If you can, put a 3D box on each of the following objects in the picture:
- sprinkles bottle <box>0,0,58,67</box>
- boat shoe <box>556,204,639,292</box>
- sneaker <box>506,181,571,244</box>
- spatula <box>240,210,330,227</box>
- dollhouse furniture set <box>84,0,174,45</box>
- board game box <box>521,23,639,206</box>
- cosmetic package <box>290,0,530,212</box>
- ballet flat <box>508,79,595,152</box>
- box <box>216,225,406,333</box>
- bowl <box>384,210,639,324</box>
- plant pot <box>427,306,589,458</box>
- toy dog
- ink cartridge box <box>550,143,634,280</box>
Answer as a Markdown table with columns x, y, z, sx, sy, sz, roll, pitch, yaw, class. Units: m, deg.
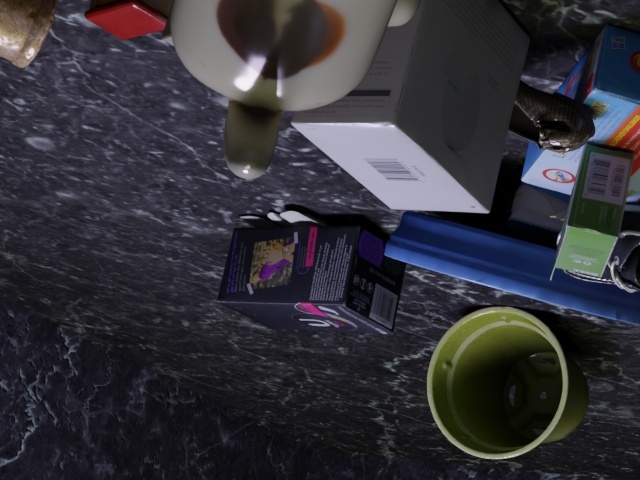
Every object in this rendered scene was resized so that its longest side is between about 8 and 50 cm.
| x | y | z | sx | sy | sz | roll | pitch | yaw | class |
| --- | --- | --- | --- | --- | --- | --- | --- | --- | --- |
| -0.501 | -0.329 | 1.762 | 0.355 | 0.121 | 0.121 | 22 | 160 | -22 | sprinkles bottle |
| 0.412 | 0.017 | 1.819 | 0.302 | 0.091 | 0.114 | -13 | 126 | 47 | boat shoe |
| 0.379 | -0.032 | 2.006 | 0.229 | 0.092 | 0.087 | 16 | 164 | 4 | sneaker |
| 0.000 | 0.000 | 2.510 | 0.242 | 0.019 | 0.168 | 27 | 157 | -32 | spatula |
| -0.177 | -0.288 | 1.587 | 0.374 | 0.152 | 0.201 | -5 | 153 | 46 | dollhouse furniture set |
| 0.429 | -0.118 | 1.734 | 0.302 | 0.086 | 0.308 | 16 | 162 | -3 | board game box |
| 0.104 | -0.177 | 1.587 | 0.138 | 0.224 | 0.224 | 4 | 159 | 36 | cosmetic package |
| 0.216 | -0.155 | 1.692 | 0.250 | 0.058 | 0.084 | 33 | 155 | 48 | ballet flat |
| -0.014 | 0.068 | 2.467 | 0.270 | 0.143 | 0.165 | 0 | 160 | 36 | box |
| 0.290 | 0.036 | 2.133 | 0.391 | 0.077 | 0.391 | 16 | -179 | 0 | bowl |
| 0.378 | 0.279 | 2.716 | 0.276 | 0.276 | 0.254 | 3 | 170 | 31 | plant pot |
| -0.026 | -0.272 | 1.179 | 0.285 | 0.395 | 0.408 | 25 | 169 | -4 | toy dog |
| 0.330 | -0.024 | 1.770 | 0.062 | 0.109 | 0.209 | 13 | 162 | 8 | ink cartridge box |
